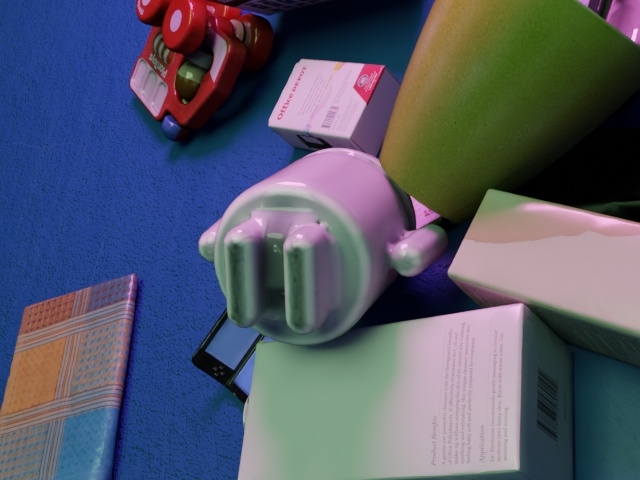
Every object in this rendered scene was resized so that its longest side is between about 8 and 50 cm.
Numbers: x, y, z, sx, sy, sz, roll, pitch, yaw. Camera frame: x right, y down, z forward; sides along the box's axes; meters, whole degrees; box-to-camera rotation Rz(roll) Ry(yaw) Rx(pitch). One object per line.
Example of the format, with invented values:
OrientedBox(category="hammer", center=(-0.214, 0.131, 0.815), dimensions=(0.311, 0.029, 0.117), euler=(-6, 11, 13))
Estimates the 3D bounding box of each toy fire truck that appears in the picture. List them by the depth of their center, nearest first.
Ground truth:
OrientedBox(category="toy fire truck", center=(-0.232, -0.314, 1.768), dimensions=(0.302, 0.169, 0.254), euler=(48, 121, 45))

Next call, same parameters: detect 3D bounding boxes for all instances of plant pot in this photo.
OrientedBox(category="plant pot", center=(0.208, -0.177, 1.222), dimensions=(0.293, 0.274, 0.275), euler=(-53, 44, 19))

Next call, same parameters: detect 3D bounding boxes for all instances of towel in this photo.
OrientedBox(category="towel", center=(-0.418, 0.248, 1.636), dimensions=(0.271, 0.040, 0.370), euler=(-16, 54, 29))

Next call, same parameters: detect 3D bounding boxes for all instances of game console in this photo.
OrientedBox(category="game console", center=(0.368, -0.177, 1.282), dimensions=(0.213, 0.044, 0.361), euler=(5, 69, 39))
OrientedBox(category="game console", center=(-0.107, 0.156, 1.426), dimensions=(0.122, 0.107, 0.071), euler=(-55, 11, -3))

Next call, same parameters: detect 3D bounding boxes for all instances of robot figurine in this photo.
OrientedBox(category="robot figurine", center=(0.000, 0.000, 1.237), dimensions=(0.299, 0.353, 0.200), euler=(9, 109, 19))

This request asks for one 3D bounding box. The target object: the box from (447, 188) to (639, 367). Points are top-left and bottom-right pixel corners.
OrientedBox(category="box", center=(0.316, 0.053, 1.113), dimensions=(0.311, 0.148, 0.121), euler=(18, 75, 41))

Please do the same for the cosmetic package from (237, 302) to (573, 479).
OrientedBox(category="cosmetic package", center=(0.096, 0.209, 1.180), dimensions=(0.365, 0.155, 0.197), euler=(-11, 57, 33))

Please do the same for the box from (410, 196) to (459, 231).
OrientedBox(category="box", center=(0.151, -0.062, 1.383), dimensions=(0.207, 0.036, 0.114), euler=(-30, 49, 20))

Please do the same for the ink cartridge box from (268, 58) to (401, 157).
OrientedBox(category="ink cartridge box", center=(0.024, -0.203, 1.540), dimensions=(0.175, 0.072, 0.127), euler=(14, 74, 42))

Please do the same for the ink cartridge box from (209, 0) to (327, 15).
OrientedBox(category="ink cartridge box", center=(0.003, -0.461, 1.624), dimensions=(0.309, 0.272, 0.130), euler=(-5, 91, 30))
